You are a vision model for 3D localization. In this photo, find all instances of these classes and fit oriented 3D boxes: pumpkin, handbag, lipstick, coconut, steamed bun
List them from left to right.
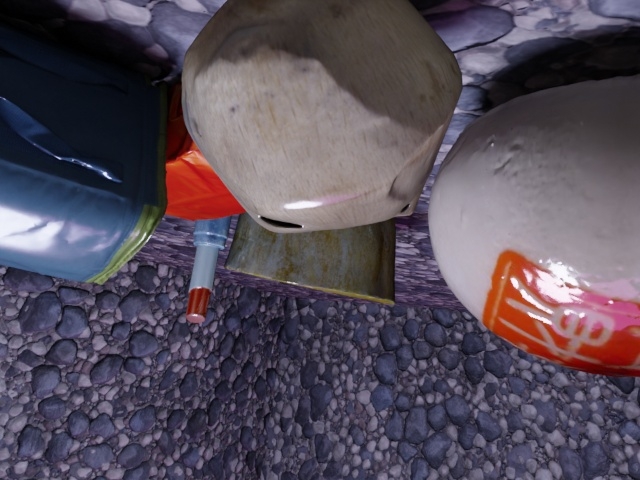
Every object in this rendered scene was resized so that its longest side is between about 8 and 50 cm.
[{"bbox_3d":[-0.320,-0.098,0.704,0.241,0.263,0.222,20,140,-37],"label":"handbag"},{"bbox_3d":[-0.197,0.009,1.128,0.061,0.274,0.068,14,168,-26],"label":"lipstick"},{"bbox_3d":[0.000,0.000,1.213,0.332,0.199,0.332,15,174,1],"label":"pumpkin"},{"bbox_3d":[0.005,-0.102,0.509,0.224,0.224,0.224,8,169,2],"label":"coconut"},{"bbox_3d":[0.292,0.012,0.645,0.374,0.242,0.374,11,167,3],"label":"steamed bun"}]

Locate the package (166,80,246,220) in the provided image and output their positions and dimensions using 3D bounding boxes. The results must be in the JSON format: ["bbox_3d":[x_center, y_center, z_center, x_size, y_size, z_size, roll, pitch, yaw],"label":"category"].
[{"bbox_3d":[-0.178,-0.113,0.888,0.195,0.123,0.423,19,164,-39],"label":"package"}]
